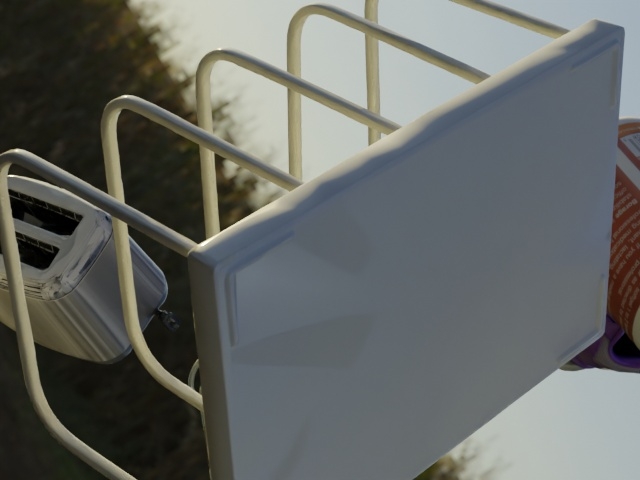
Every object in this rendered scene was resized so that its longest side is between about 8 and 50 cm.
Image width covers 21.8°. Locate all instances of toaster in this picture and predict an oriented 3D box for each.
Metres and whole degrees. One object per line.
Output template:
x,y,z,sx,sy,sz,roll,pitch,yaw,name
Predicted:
-0.258,0.029,1.647,0.227,0.129,0.146,20,-22,34,toaster

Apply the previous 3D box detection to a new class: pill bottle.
0.259,0.017,1.220,0.216,0.121,0.121,57,-4,39,pill bottle

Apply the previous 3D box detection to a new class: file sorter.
0.000,0.000,0.846,0.173,0.278,0.193,28,-45,37,file sorter

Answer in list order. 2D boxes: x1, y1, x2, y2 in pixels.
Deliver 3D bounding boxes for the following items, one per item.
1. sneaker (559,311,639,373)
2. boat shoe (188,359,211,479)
0.224,0.030,1.387,0.104,0.095,0.236,21,-28,46,sneaker
-0.056,0.125,1.312,0.079,0.095,0.254,85,5,-59,boat shoe
